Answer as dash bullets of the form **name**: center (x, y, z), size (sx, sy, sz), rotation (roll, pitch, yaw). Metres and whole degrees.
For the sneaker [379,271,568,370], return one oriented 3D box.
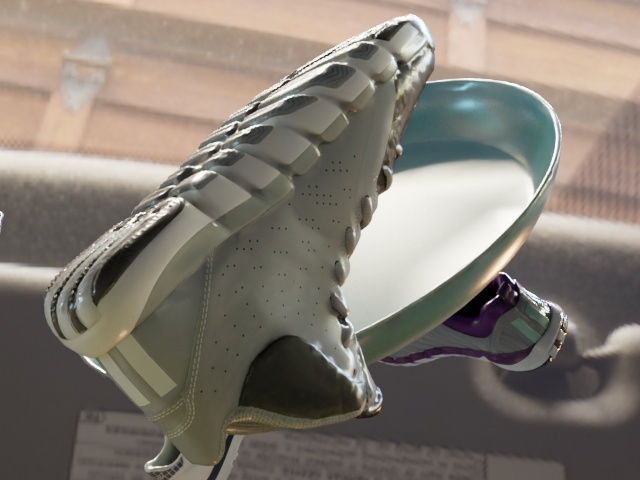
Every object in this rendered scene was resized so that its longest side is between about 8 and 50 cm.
- **sneaker**: center (0.092, 0.050, 1.092), size (0.224, 0.098, 0.083), rotation (-3, -125, 44)

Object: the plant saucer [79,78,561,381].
- **plant saucer**: center (0.000, 0.000, 0.804), size (0.318, 0.043, 0.317), rotation (-22, -155, 10)

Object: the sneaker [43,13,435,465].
- **sneaker**: center (-0.003, 0.008, 0.571), size (0.229, 0.086, 0.132), rotation (-44, -74, -32)

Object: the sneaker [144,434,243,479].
- **sneaker**: center (-0.134, 0.193, 1.613), size (0.095, 0.235, 0.090), rotation (21, 177, -27)

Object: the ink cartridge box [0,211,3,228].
- **ink cartridge box**: center (-0.347, 0.049, 0.767), size (0.273, 0.197, 0.114), rotation (16, -144, -17)
